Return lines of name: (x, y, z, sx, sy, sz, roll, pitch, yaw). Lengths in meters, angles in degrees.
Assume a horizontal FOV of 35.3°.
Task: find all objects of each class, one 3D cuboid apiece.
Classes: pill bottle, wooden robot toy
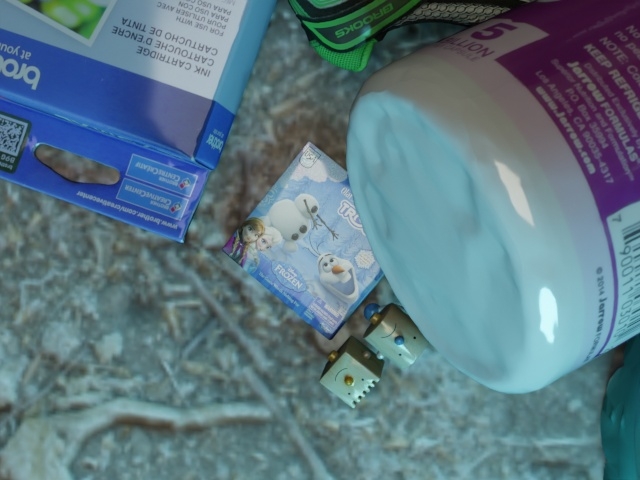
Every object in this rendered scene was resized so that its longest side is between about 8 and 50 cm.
pill bottle: (0.178, -0.061, 0.509, 0.301, 0.169, 0.169, -25, 84, -18)
wooden robot toy: (0.082, 0.042, 0.601, 0.079, 0.076, 0.173, 40, 93, -4)

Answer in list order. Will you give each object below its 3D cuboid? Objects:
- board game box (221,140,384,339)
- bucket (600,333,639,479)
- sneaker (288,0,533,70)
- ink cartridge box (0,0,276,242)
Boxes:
board game box: (0.000, 0.000, 0.635, 0.090, 0.020, 0.090, 39, 91, 8)
bucket: (0.288, 0.124, 0.509, 0.281, 0.183, 0.281, -1, 86, 9)
sneaker: (0.139, -0.191, 0.591, 0.343, 0.134, 0.146, -10, 122, 0)
ink cartridge box: (-0.122, -0.173, 0.640, 0.186, 0.065, 0.311, 20, 92, 8)
